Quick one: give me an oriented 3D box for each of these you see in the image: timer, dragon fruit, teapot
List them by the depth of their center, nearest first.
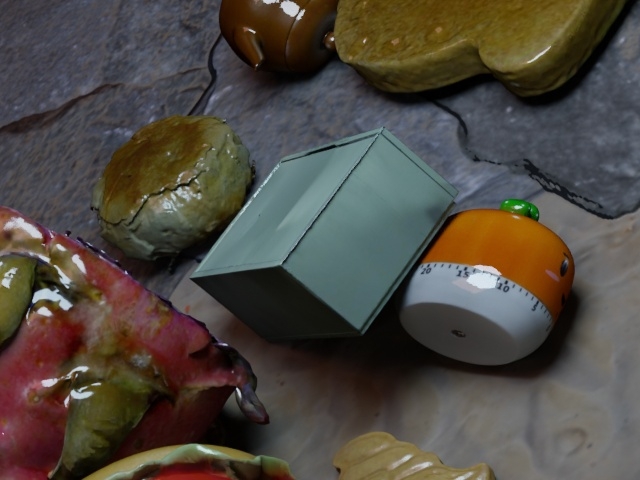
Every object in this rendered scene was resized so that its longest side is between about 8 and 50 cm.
[{"bbox_3d":[0.126,0.023,1.394,0.136,0.099,0.136,-14,41,12],"label":"timer"},{"bbox_3d":[-0.238,0.137,1.437,0.314,0.296,0.263,12,65,54],"label":"dragon fruit"},{"bbox_3d":[-0.021,-0.201,1.727,0.116,0.116,0.173,5,31,42],"label":"teapot"}]

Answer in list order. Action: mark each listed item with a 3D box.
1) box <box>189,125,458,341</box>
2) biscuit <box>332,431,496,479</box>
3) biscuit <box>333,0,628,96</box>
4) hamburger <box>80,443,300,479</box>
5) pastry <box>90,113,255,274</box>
[{"bbox_3d":[0.000,0.000,1.455,0.129,0.086,0.225,-53,13,-15],"label":"box"},{"bbox_3d":[0.061,0.218,1.318,0.162,0.035,0.250,-41,40,8],"label":"biscuit"},{"bbox_3d":[0.173,-0.225,1.615,0.343,0.057,0.287,-30,40,13],"label":"biscuit"},{"bbox_3d":[-0.088,0.255,1.210,0.274,0.274,0.212,-44,42,-3],"label":"hamburger"},{"bbox_3d":[-0.132,-0.050,1.685,0.153,0.081,0.153,-27,39,24],"label":"pastry"}]
